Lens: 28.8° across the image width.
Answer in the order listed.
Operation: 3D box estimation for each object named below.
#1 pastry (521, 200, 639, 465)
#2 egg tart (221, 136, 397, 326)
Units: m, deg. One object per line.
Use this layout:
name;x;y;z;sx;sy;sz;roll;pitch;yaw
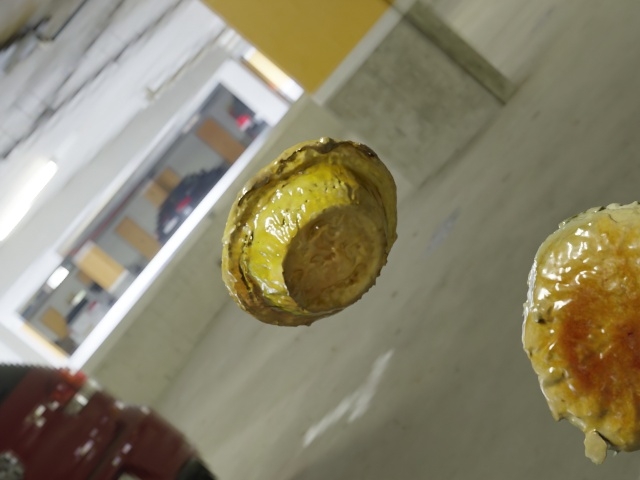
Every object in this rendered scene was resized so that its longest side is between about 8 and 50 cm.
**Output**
pastry;0.392;0.102;1.543;0.329;0.329;0.136;-47;-6;21
egg tart;0.000;0.000;1.712;0.288;0.288;0.118;-50;35;1
